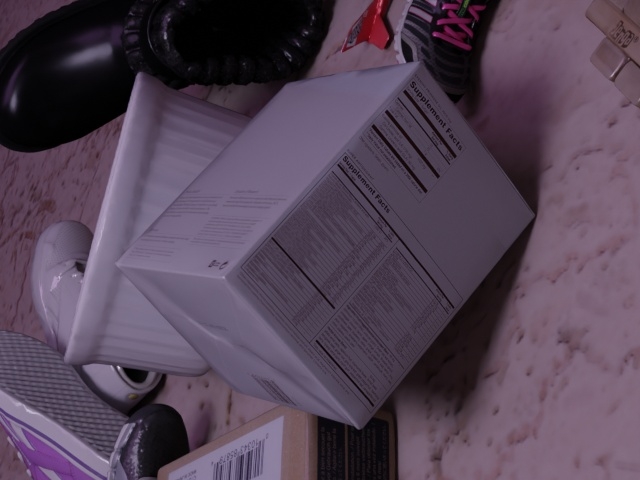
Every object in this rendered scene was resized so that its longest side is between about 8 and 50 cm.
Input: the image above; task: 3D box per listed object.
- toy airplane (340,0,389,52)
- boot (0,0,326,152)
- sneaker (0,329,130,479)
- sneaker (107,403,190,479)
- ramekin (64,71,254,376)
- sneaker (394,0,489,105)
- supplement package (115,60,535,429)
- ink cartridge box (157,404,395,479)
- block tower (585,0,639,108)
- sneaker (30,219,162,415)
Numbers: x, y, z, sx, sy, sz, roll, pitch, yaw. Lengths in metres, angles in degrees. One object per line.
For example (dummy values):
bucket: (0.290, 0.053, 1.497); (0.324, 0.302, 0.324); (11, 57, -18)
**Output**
toy airplane: (0.060, -0.236, 1.109); (0.151, 0.028, 0.151); (-39, 42, 45)
boot: (-0.184, -0.187, 1.261); (0.348, 0.131, 0.260); (-36, 29, -8)
sneaker: (-0.288, 0.218, 1.263); (0.282, 0.102, 0.161); (36, 121, 29)
sneaker: (-0.139, 0.272, 1.110); (0.132, 0.086, 0.229); (16, 97, 56)
ramekin: (-0.140, -0.006, 1.139); (0.277, 0.135, 0.277); (-165, 90, -80)
sneaker: (0.105, -0.187, 0.969); (0.075, 0.063, 0.170); (-37, 38, 53)
supplement package: (0.000, 0.000, 0.877); (0.203, 0.149, 0.194); (-48, 23, -19)
ink cartridge box: (-0.044, 0.245, 0.944); (0.234, 0.088, 0.193); (-35, 44, 45)
block tower: (0.279, -0.216, 0.666); (0.335, 0.097, 0.091); (-57, 33, 21)
sneaker: (-0.239, 0.070, 1.368); (0.169, 0.108, 0.293); (-43, 49, 37)
